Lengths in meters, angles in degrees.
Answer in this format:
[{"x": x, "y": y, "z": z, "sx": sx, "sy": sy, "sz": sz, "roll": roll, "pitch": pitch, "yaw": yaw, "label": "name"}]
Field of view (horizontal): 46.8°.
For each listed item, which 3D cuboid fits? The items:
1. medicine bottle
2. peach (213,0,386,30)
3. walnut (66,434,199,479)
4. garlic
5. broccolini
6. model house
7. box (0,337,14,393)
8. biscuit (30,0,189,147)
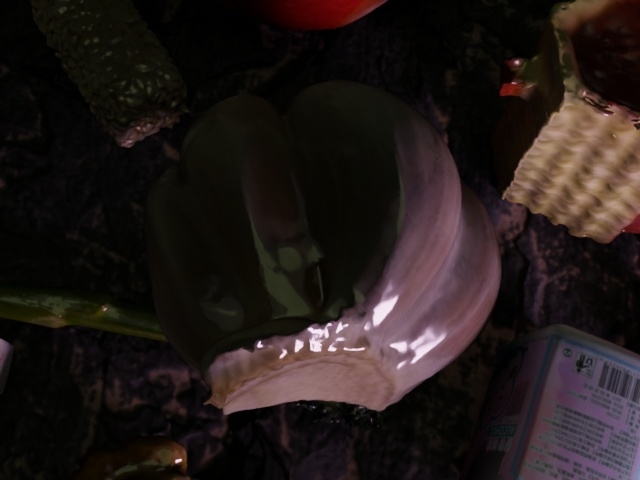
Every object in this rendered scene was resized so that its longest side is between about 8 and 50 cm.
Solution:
[{"x": 0.156, "y": 0.165, "z": 0.516, "sx": 0.094, "sy": 0.119, "sz": 0.188, "roll": 23, "pitch": 72, "yaw": 1, "label": "medicine bottle"}, {"x": -0.025, "y": -0.257, "z": 0.623, "sx": 0.268, "sy": 0.158, "sz": 0.153, "roll": -12, "pitch": 62, "yaw": -9, "label": "peach"}, {"x": -0.142, "y": 0.223, "z": 0.510, "sx": 0.170, "sy": 0.069, "sz": 0.143, "roll": -37, "pitch": 76, "yaw": -15, "label": "walnut"}, {"x": 0.000, "y": 0.000, "z": 0.531, "sx": 0.238, "sy": 0.210, "sz": 0.291, "roll": -15, "pitch": 47, "yaw": 15, "label": "garlic"}, {"x": -0.129, "y": 0.073, "z": 0.555, "sx": 0.392, "sy": 0.074, "sz": 0.078, "roll": 9, "pitch": 65, "yaw": -1, "label": "broccolini"}, {"x": 0.251, "y": -0.097, "z": 0.570, "sx": 0.254, "sy": 0.196, "sz": 0.160, "roll": 2, "pitch": 71, "yaw": -1, "label": "model house"}, {"x": -0.315, "y": 0.077, "z": 0.533, "sx": 0.152, "sy": 0.100, "sz": 0.048, "roll": 9, "pitch": 69, "yaw": 0, "label": "box"}, {"x": -0.183, "y": -0.164, "z": 0.636, "sx": 0.082, "sy": 0.070, "sz": 0.168, "roll": -28, "pitch": 73, "yaw": -20, "label": "biscuit"}]
